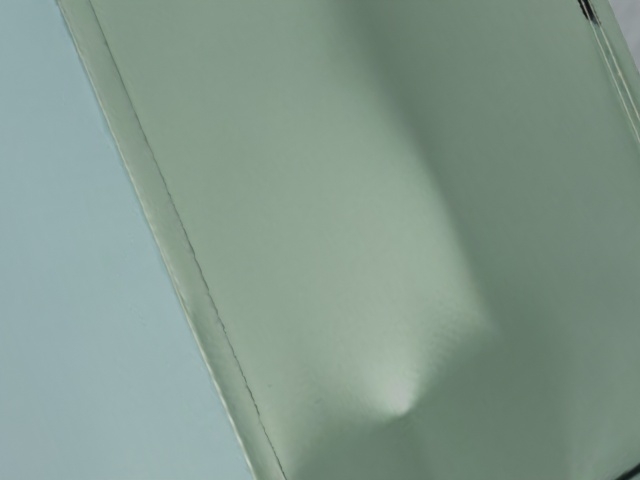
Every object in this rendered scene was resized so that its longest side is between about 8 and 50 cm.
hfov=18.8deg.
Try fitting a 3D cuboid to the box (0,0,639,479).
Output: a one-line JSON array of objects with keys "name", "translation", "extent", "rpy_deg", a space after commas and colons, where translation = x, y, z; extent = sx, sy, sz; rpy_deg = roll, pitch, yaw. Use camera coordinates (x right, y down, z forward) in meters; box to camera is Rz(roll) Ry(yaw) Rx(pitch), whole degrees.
[{"name": "box", "translation": [0.000, 0.000, 0.600], "extent": [0.225, 0.225, 0.117], "rpy_deg": [-21, -2, -45]}]
